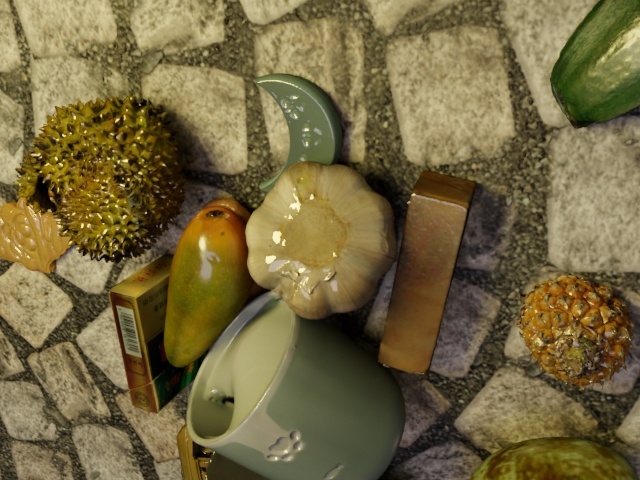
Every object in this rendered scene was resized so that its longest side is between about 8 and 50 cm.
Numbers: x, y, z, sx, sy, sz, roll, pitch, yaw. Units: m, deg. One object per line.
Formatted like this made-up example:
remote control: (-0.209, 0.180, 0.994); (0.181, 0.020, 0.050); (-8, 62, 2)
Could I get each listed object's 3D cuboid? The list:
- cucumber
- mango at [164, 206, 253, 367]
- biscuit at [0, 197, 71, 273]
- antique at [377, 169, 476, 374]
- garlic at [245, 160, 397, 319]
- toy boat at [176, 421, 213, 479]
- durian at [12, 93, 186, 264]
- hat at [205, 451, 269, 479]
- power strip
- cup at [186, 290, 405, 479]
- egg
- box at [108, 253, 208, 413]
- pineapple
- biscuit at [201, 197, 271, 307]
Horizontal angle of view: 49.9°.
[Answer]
cucumber: (0.404, -0.257, 0.803); (0.145, 0.105, 0.325); (47, 124, -7)
mango: (-0.183, 0.074, 1.100); (0.129, 0.146, 0.289); (6, 134, -27)
biscuit: (-0.568, -0.007, 1.323); (0.250, 0.035, 0.162); (-7, 107, 25)
antique: (0.158, 0.057, 1.046); (0.088, 0.093, 0.309); (14, 119, 13)
garlic: (0.004, -0.001, 1.000); (0.228, 0.152, 0.227); (0, 88, -1)
toy boat: (-0.238, 0.459, 1.407); (0.088, 0.068, 0.225); (1, 112, 15)
durian: (-0.337, -0.096, 1.085); (0.258, 0.258, 0.293); (46, 131, -5)
hat: (-0.020, 0.511, 1.322); (0.366, 0.257, 0.381); (-39, 59, 7)
power strip: (-0.034, -0.145, 1.048); (0.137, 0.044, 0.215); (5, 116, 17)
cup: (-0.059, 0.277, 1.128); (0.275, 0.259, 0.357); (37, 139, -23)
egg: (0.360, 0.429, 1.072); (0.290, 0.238, 0.238); (-31, 102, 15)
box: (-0.282, 0.163, 1.225); (0.071, 0.159, 0.240); (9, 118, 25)
pineapple: (0.367, 0.150, 0.989); (0.162, 0.137, 0.175); (-24, 104, 28)
biscuit: (-0.131, 0.077, 1.190); (0.206, 0.049, 0.323); (14, 118, 15)
